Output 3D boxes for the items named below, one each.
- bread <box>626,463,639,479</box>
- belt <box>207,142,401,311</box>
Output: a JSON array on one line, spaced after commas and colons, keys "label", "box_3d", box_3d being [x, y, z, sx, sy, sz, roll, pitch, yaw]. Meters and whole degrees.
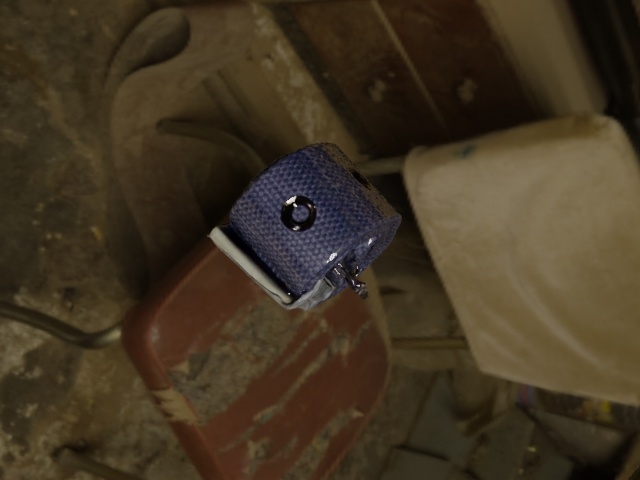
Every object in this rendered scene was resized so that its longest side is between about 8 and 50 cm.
[{"label": "bread", "box_3d": [0.266, 0.182, 0.604, 0.124, 0.186, 0.257, -6, 131, -27]}, {"label": "belt", "box_3d": [0.000, 0.000, 0.922, 0.139, 0.126, 0.230, -41, 172, 1]}]
